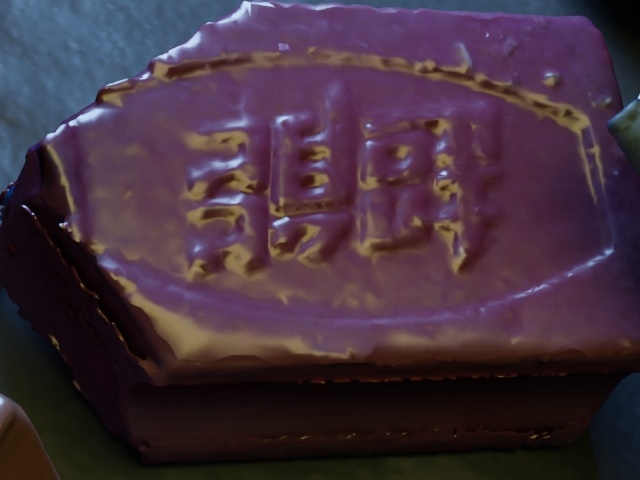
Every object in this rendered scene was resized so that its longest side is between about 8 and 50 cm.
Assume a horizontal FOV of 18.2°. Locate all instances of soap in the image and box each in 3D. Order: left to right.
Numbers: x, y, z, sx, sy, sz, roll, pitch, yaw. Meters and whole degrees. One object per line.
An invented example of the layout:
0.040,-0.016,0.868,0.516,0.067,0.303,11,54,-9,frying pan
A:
0.000,0.000,0.771,0.250,0.099,0.162,-2,67,-22,soap

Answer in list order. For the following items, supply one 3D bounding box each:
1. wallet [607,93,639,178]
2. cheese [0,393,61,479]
0.196,0.016,0.794,0.167,0.036,0.222,56,21,14,wallet
-0.132,0.131,0.584,0.203,0.177,0.128,28,54,-2,cheese
